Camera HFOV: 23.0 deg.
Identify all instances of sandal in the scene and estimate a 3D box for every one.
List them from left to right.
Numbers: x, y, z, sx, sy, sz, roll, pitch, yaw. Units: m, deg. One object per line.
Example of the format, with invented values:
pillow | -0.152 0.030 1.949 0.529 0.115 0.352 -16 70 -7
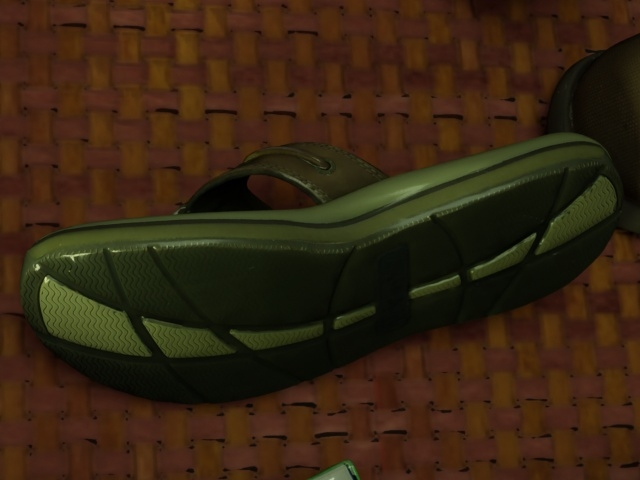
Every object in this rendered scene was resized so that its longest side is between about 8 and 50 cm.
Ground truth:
sandal | 0.001 0.001 0.774 0.303 0.120 0.086 -12 49 -19

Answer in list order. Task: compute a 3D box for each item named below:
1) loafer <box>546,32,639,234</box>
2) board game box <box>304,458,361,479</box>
loafer | 0.308 -0.031 0.833 0.366 0.130 0.134 10 71 -11
board game box | -0.029 0.290 0.687 0.242 0.064 0.316 -22 80 -19
